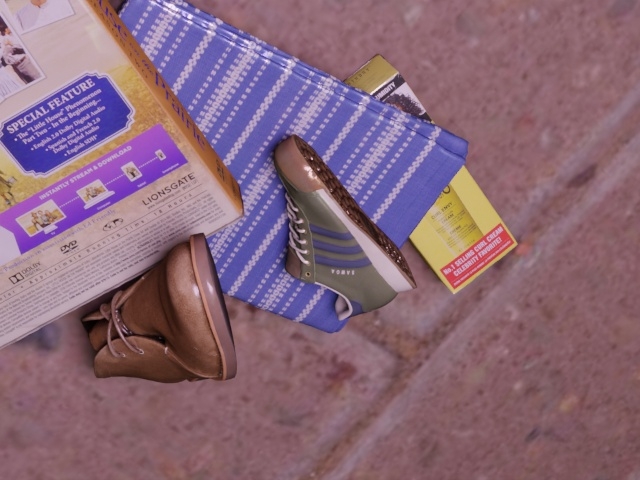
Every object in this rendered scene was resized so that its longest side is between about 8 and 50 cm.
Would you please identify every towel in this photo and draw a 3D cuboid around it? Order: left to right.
[{"bbox_3d":[-0.064,-0.061,1.157,0.336,0.040,0.243,24,119,-20],"label":"towel"}]

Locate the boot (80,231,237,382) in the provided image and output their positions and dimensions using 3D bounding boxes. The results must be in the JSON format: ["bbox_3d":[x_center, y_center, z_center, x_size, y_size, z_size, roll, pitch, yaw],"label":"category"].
[{"bbox_3d":[-0.138,0.075,1.108,0.115,0.305,0.112,-8,76,-14],"label":"boot"}]

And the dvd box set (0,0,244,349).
[{"bbox_3d":[-0.297,-0.109,1.035,0.307,0.062,0.420,-29,123,11],"label":"dvd box set"}]

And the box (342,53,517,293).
[{"bbox_3d":[0.090,-0.059,1.241,0.087,0.058,0.232,-37,122,1],"label":"box"}]

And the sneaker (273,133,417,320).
[{"bbox_3d":[0.000,0.000,1.141,0.086,0.064,0.192,-33,124,13],"label":"sneaker"}]
